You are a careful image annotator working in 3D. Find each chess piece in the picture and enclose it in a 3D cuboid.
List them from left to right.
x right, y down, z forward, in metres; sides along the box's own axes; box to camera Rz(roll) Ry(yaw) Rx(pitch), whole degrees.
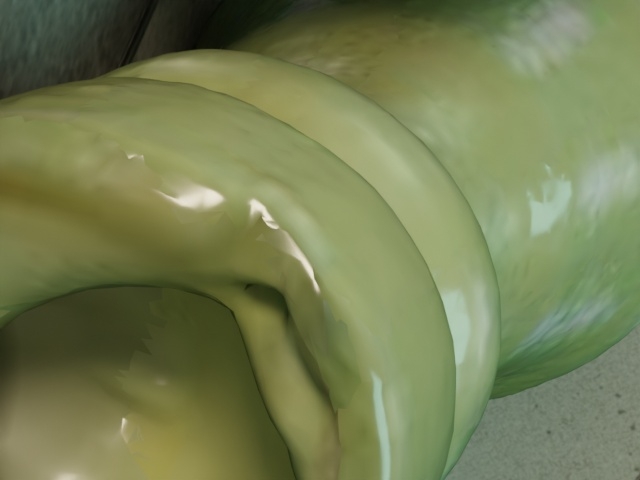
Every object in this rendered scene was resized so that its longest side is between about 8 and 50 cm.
[{"bbox_3d":[0.000,0.000,0.636,0.442,0.234,0.234,-38,144,-64],"label":"chess piece"}]
